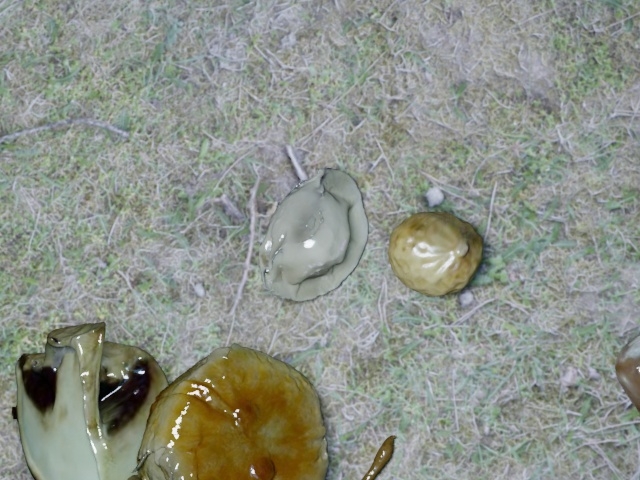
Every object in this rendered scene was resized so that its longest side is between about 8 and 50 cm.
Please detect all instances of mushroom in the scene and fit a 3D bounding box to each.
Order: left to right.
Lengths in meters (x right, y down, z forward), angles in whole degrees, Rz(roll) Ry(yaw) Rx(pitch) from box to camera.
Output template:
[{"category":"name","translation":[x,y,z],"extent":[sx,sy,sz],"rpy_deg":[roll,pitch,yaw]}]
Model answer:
[{"category":"mushroom","translation":[-0.380,0.274,1.725],"extent":[0.212,0.217,0.292],"rpy_deg":[-23,100,-44]}]

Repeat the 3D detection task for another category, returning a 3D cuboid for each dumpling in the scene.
[{"category":"dumpling","translation":[0.000,0.000,1.769],"extent":[0.172,0.142,0.247],"rpy_deg":[41,75,-29]}]

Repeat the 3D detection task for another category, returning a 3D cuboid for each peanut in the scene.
[{"category":"peanut","translation":[0.190,0.021,1.760],"extent":[0.159,0.109,0.141],"rpy_deg":[22,71,15]}]

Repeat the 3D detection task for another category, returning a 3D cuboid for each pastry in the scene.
[{"category":"pastry","translation":[-0.131,0.330,1.666],"extent":[0.329,0.136,0.330],"rpy_deg":[9,72,-28]}]

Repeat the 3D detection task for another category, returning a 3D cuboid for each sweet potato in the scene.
[{"category":"sweet potato","translation":[0.094,0.374,1.747],"extent":[0.026,0.026,0.115],"rpy_deg":[33,82,5]}]

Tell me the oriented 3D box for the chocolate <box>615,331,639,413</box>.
[{"category":"chocolate","translation":[0.624,0.190,1.741],"extent":[0.254,0.080,0.157],"rpy_deg":[-33,82,-4]}]
